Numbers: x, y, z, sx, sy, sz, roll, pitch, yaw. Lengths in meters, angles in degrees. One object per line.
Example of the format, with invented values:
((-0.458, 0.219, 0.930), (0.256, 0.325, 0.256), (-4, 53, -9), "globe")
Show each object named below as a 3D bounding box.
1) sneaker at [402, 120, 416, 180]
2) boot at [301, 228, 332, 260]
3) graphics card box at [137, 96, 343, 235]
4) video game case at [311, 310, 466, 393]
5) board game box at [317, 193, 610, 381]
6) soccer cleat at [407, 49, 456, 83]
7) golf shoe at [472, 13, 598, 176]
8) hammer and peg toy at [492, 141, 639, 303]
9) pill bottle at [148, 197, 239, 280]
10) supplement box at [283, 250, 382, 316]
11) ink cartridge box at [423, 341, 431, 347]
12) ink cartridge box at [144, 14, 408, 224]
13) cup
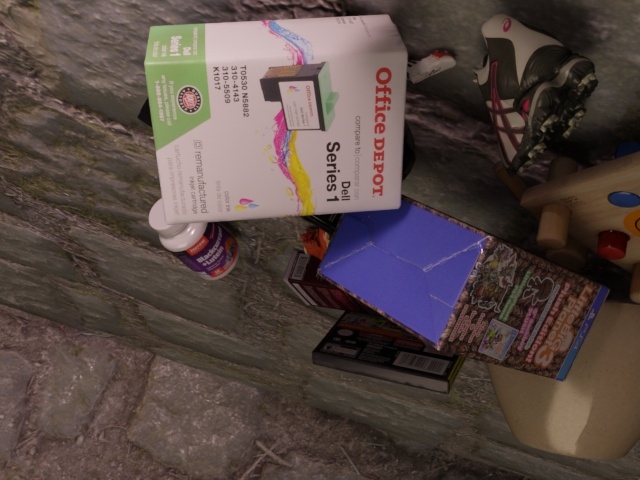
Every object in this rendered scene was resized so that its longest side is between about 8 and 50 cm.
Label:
((0.023, -0.165, 1.097), (0.267, 0.101, 0.106), (31, 180, -34), "sneaker")
((0.000, 0.000, 1.501), (0.085, 0.059, 0.158), (20, 159, 12), "boot")
((-0.067, -0.108, 1.158), (0.371, 0.094, 0.233), (29, -178, -24), "graphics card box")
((0.158, 0.196, 1.608), (0.275, 0.248, 0.035), (9, 118, 23), "video game case")
((0.187, 0.053, 1.056), (0.291, 0.141, 0.232), (19, -173, -43), "board game box")
((0.123, -0.204, 0.967), (0.083, 0.035, 0.029), (2, 152, 36), "soccer cleat")
((0.235, -0.164, 0.925), (0.120, 0.105, 0.273), (49, 175, 16), "golf shoe")
((0.390, -0.019, 1.043), (0.266, 0.127, 0.361), (27, 156, -25), "hammer and peg toy")
((-0.252, -0.009, 1.609), (0.108, 0.108, 0.193), (4, 153, 32), "pill bottle")
((0.061, 0.091, 1.632), (0.239, 0.073, 0.130), (8, 155, 28), "supplement box")
((0.246, 0.118, 1.477), (0.127, 0.128, 0.176), (8, 154, 25), "ink cartridge box")
((-0.046, -0.138, 0.925), (0.278, 0.117, 0.201), (-4, 124, -5), "ink cartridge box")
((0.398, 0.204, 1.266), (0.331, 0.237, 0.331), (7, 179, 0), "cup")
